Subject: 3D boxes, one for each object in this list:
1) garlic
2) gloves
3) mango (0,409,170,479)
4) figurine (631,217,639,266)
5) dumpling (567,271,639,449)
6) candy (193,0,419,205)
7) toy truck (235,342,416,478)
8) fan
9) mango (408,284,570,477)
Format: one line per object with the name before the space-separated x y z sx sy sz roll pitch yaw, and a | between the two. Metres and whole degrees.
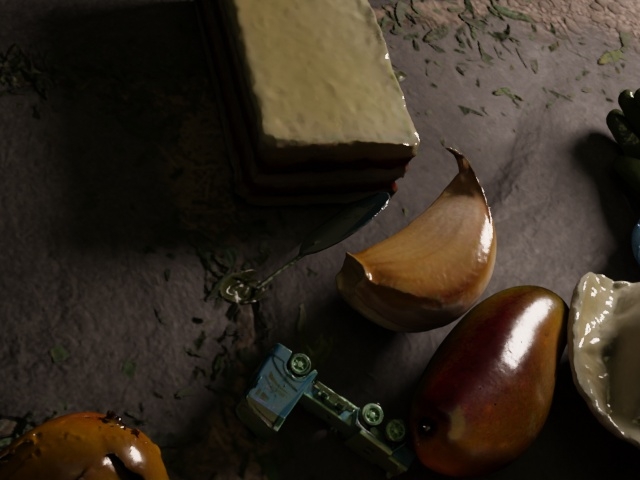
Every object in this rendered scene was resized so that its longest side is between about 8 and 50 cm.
garlic | 0.114 0.024 1.077 0.128 0.115 0.207 38 61 13
gloves | 0.451 -0.086 1.240 0.135 0.107 0.268 -39 59 -7
mango | -0.225 0.249 0.820 0.156 0.151 0.249 39 64 -6
figurine | 0.408 0.005 1.209 0.114 0.079 0.114 6 58 -9
dumpling | 0.379 0.139 1.047 0.243 0.175 0.227 0 34 22
candy | -0.026 -0.194 1.151 0.179 0.135 0.321 -5 61 -20
toy truck | 0.004 0.179 0.989 0.175 0.067 0.081 35 62 0
fan | 0.000 0.000 1.074 0.175 0.113 0.005 -36 103 -13
mango | 0.173 0.142 1.031 0.133 0.111 0.267 48 49 -2
